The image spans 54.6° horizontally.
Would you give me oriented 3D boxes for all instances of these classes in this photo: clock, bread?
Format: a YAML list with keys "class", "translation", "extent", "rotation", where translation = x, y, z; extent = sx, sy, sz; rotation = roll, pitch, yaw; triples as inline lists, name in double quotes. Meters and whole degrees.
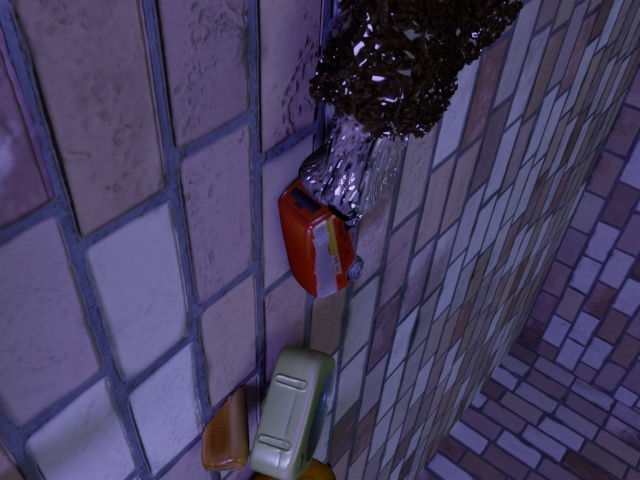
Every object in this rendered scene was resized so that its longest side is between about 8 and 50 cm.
- class: "clock"
  translation: [-0.030, 0.239, 0.887]
  extent: [0.232, 0.069, 0.170]
  rotation: [56, 48, -76]
- class: "bread"
  translation: [-0.123, 0.248, 0.807]
  extent: [0.062, 0.103, 0.049]
  rotation: [-17, 142, 12]

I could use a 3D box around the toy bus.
- class: "toy bus"
  translation: [0.000, 0.000, 0.724]
  extent: [0.077, 0.079, 0.174]
  rotation: [-38, 149, -22]

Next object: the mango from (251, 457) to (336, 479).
- class: "mango"
  translation: [-0.108, 0.494, 0.988]
  extent: [0.359, 0.144, 0.187]
  rotation: [-46, 140, -14]

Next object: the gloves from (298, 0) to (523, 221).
- class: "gloves"
  translation: [0.078, -0.183, 0.597]
  extent: [0.210, 0.135, 0.312]
  rotation: [-22, 133, -43]
